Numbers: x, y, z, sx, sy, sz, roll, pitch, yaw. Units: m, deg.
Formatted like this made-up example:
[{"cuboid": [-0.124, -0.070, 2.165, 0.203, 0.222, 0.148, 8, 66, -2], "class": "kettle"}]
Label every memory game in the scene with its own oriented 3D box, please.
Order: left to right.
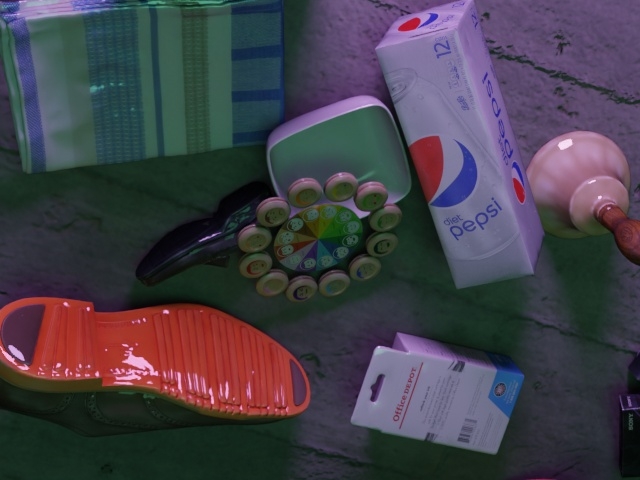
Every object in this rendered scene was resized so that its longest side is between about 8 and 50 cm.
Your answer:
[{"cuboid": [0.000, 0.000, 1.601, 0.186, 0.012, 0.186, -11, 137, -11], "class": "memory game"}]

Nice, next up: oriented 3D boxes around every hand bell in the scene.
[{"cuboid": [0.304, -0.022, 1.565, 0.126, 0.242, 0.126, -3, 110, -8], "class": "hand bell"}]

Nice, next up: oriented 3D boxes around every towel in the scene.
[{"cuboid": [-0.173, -0.160, 1.506, 0.285, 0.034, 0.209, -7, 133, -9], "class": "towel"}]

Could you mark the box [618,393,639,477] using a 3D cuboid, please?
[{"cuboid": [0.431, 0.225, 1.756, 0.162, 0.029, 0.116, -4, 127, 7], "class": "box"}]

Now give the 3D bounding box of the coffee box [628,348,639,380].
[{"cuboid": [0.467, 0.152, 1.763, 0.184, 0.040, 0.113, 30, 102, -18], "class": "coffee box"}]

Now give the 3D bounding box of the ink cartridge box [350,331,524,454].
[{"cuboid": [0.126, 0.169, 1.698, 0.180, 0.060, 0.104, 14, 107, -15], "class": "ink cartridge box"}]

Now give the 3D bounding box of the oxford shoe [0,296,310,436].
[{"cuboid": [-0.190, 0.148, 1.624, 0.363, 0.130, 0.133, 12, 139, -21], "class": "oxford shoe"}]

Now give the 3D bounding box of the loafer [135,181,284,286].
[{"cuboid": [-0.116, 0.007, 1.599, 0.170, 0.062, 0.061, -30, 116, 3], "class": "loafer"}]

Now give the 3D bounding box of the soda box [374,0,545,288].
[{"cuboid": [0.150, -0.098, 1.575, 0.091, 0.098, 0.286, -11, 114, 22], "class": "soda box"}]

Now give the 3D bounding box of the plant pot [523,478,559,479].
[{"cuboid": [0.262, 0.454, 1.730, 0.275, 0.275, 0.243, -23, 123, -2], "class": "plant pot"}]

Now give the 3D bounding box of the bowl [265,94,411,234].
[{"cuboid": [0.015, -0.085, 1.578, 0.142, 0.053, 0.142, -22, 131, -2], "class": "bowl"}]
